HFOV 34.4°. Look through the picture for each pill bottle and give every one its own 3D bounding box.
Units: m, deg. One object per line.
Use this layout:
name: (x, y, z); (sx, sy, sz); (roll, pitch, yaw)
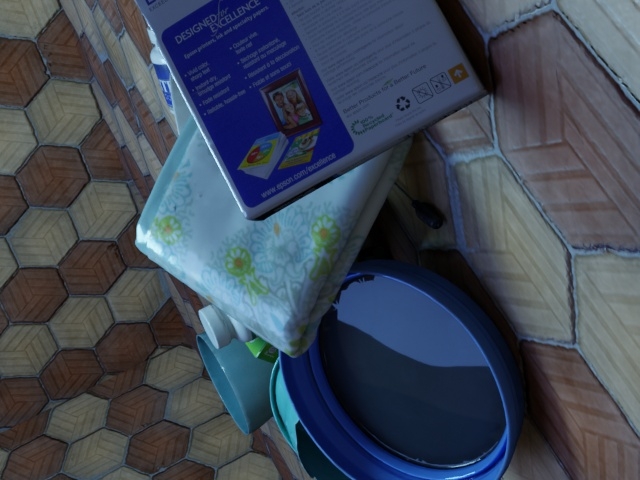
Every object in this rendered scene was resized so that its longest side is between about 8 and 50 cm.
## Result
pill bottle: (-0.288, -0.364, 2.137); (0.112, 0.112, 0.186); (39, 150, 56)
pill bottle: (-0.132, 0.132, 2.070); (0.117, 0.208, 0.117); (55, 162, 29)

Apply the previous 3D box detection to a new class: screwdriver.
screwdriver: (0.128, -0.060, 1.472); (0.025, 0.024, 0.170); (40, -173, -34)

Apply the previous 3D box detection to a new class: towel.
towel: (-0.072, -0.076, 1.439); (0.321, 0.374, 0.090); (33, -167, 31)

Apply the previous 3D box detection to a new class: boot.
boot: (0.080, 0.068, 1.751); (0.198, 0.077, 0.137); (6, 112, 64)

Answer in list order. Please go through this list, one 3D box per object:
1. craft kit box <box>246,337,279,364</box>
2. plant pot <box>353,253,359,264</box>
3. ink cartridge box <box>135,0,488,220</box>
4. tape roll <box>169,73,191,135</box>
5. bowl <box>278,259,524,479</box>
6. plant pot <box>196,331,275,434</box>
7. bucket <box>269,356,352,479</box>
craft kit box: (-0.094, 0.197, 2.252); (0.247, 0.061, 0.250); (24, -164, -41)
plant pot: (-0.048, 0.017, 1.702); (0.274, 0.275, 0.293); (53, 165, 32)
ink cartridge box: (-0.017, -0.225, 1.171); (0.307, 0.304, 0.072); (63, -167, 8)
tape roll: (-0.198, -0.152, 1.982); (0.392, 0.072, 0.391); (-15, -90, -89)
bowl: (0.115, 0.206, 1.506); (0.391, 0.077, 0.391); (18, 122, 31)
plant pot: (-0.172, 0.333, 2.700); (0.290, 0.195, 0.290); (55, 162, 28)
bucket: (0.053, 0.276, 1.791); (0.183, 0.281, 0.281); (42, 153, 62)
